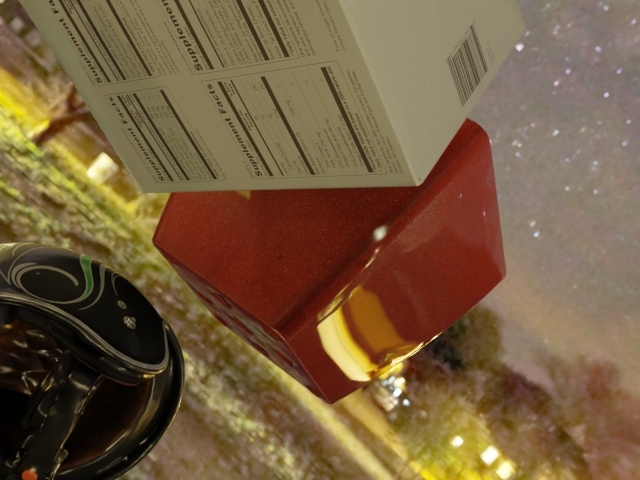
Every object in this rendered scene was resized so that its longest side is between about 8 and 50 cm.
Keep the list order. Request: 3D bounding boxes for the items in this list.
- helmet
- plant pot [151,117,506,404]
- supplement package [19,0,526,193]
[{"bbox_3d":[-0.167,0.081,0.477,0.169,0.169,0.161,45,-1,-7],"label":"helmet"},{"bbox_3d":[0.000,0.000,0.801,0.267,0.235,0.267,31,-17,30],"label":"plant pot"},{"bbox_3d":[-0.032,-0.169,0.573,0.263,0.199,0.198,1,-49,39],"label":"supplement package"}]
